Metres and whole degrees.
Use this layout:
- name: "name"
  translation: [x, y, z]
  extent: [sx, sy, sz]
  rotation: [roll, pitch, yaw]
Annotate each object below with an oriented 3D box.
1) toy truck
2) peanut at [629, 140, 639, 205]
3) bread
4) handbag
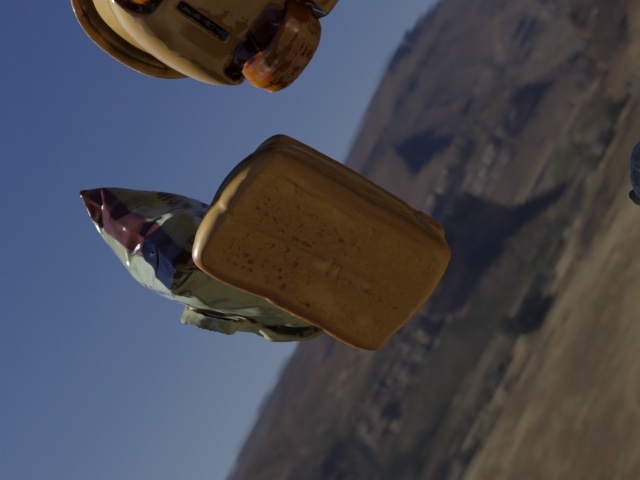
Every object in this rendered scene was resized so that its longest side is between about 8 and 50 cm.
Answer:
- name: "toy truck"
  translation: [-0.081, -0.261, 1.363]
  extent: [0.288, 0.204, 0.211]
  rotation: [-56, 26, 4]
- name: "peanut"
  translation: [0.338, -0.083, 1.255]
  extent: [0.214, 0.099, 0.099]
  rotation: [-16, -17, -11]
- name: "bread"
  translation: [0.000, 0.000, 1.223]
  extent: [0.116, 0.200, 0.077]
  rotation: [-52, 29, 19]
- name: "handbag"
  translation: [-0.087, 0.024, 1.449]
  extent: [0.213, 0.235, 0.127]
  rotation: [23, 89, 55]
